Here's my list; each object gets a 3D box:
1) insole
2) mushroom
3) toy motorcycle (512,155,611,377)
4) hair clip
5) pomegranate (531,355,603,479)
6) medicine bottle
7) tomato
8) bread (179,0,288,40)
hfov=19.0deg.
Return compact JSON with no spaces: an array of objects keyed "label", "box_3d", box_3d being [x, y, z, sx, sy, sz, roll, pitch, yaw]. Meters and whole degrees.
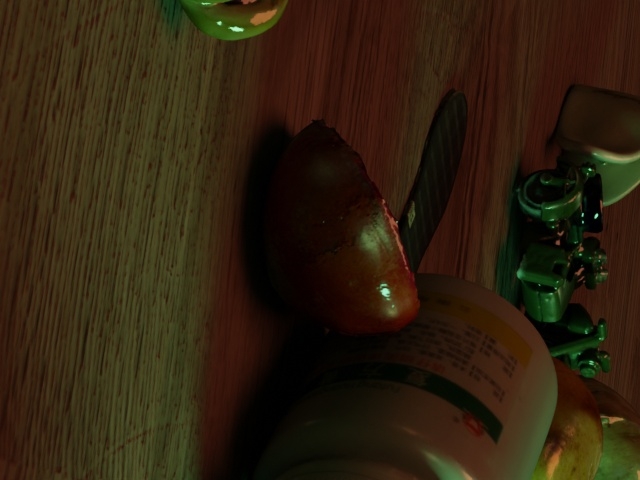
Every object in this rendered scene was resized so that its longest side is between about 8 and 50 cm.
[{"label":"insole","box_3d":[0.110,-0.043,1.943,0.309,0.012,0.110,-65,154,-47]},{"label":"mushroom","box_3d":[0.326,0.283,2.380,0.255,0.184,0.255,165,-90,-84]},{"label":"toy motorcycle","box_3d":[0.293,0.041,2.328,0.205,0.127,0.275,77,22,-49]},{"label":"hair clip","box_3d":[0.402,-0.147,2.585,0.282,0.172,0.113,-46,146,-45]},{"label":"pomegranate","box_3d":[0.179,0.199,1.887,0.215,0.215,0.215,4,90,-71]},{"label":"medicine bottle","box_3d":[0.056,0.195,1.525,0.340,0.208,0.208,-58,147,-54]},{"label":"tomato","box_3d":[0.000,0.000,1.510,0.173,0.099,0.189,68,-12,-24]},{"label":"bread","box_3d":[-0.068,-0.240,1.265,0.225,0.081,0.134,70,32,-52]}]
